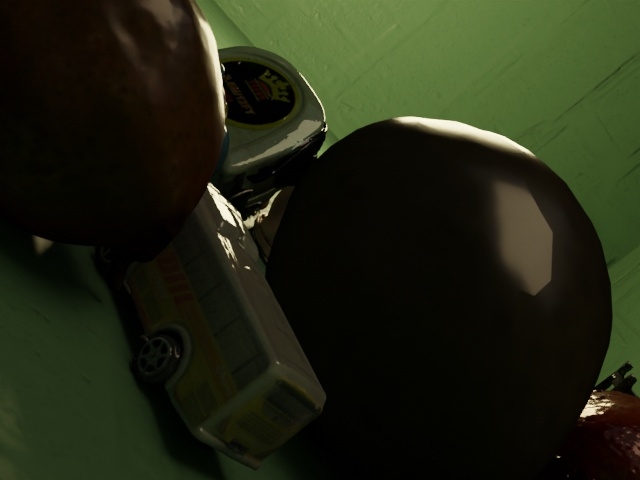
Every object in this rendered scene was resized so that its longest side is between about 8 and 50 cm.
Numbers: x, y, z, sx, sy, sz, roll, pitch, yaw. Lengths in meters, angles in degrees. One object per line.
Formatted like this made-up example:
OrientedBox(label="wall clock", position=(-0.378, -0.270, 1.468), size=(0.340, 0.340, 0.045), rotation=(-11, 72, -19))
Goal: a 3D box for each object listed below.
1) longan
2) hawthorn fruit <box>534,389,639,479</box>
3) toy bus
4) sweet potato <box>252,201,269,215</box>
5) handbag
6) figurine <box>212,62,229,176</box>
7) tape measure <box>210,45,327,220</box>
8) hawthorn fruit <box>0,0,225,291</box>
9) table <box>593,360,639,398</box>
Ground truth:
OrientedBox(label="longan", position=(0.113, 0.065, 0.978), size=(0.404, 0.336, 0.405), rotation=(-9, 90, -83))
OrientedBox(label="hawthorn fruit", position=(0.327, 0.325, 1.143), size=(0.316, 0.316, 0.316), rotation=(49, 9, -11))
OrientedBox(label="toy bus", position=(-0.091, 0.044, 0.762), size=(0.092, 0.106, 0.268), rotation=(43, 12, -45))
OrientedBox(label="sweet potato", position=(-0.088, -0.054, 1.422), size=(0.026, 0.026, 0.115), rotation=(50, 11, -2))
OrientedBox(label="handbag", position=(-0.001, 0.001, 1.333), size=(0.179, 0.116, 0.205), rotation=(49, 9, -12))
OrientedBox(label="figurine", position=(-0.166, -0.139, 1.101), size=(0.144, 0.114, 0.178), rotation=(28, 40, -16))
OrientedBox(label="tape measure", position=(-0.086, -0.130, 1.253), size=(0.207, 0.115, 0.235), rotation=(-15, 56, -31))
OrientedBox(label="hawthorn fruit", position=(-0.165, -0.083, 0.707), size=(0.208, 0.208, 0.248), rotation=(-99, 173, -72))
OrientedBox(label="table", position=(0.429, 0.388, 1.374), size=(0.335, 0.272, 0.222), rotation=(52, 10, 11))
